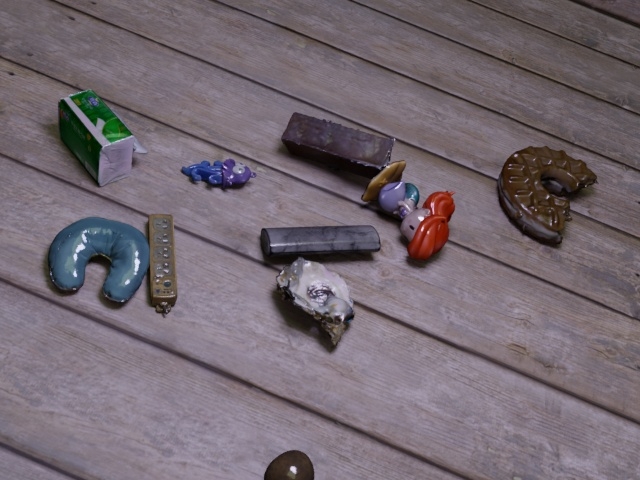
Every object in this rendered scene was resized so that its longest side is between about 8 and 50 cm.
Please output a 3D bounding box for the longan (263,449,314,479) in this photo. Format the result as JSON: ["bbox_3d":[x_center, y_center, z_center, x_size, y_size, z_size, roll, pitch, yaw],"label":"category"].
[{"bbox_3d":[-0.064,0.473,1.462,0.113,0.092,0.113,-23,25,11],"label":"longan"}]

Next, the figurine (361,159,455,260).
[{"bbox_3d":[0.263,-0.082,1.976,0.257,0.181,0.208,51,26,17],"label":"figurine"}]

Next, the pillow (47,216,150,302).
[{"bbox_3d":[-0.518,0.039,1.698,0.233,0.086,0.214,12,54,-4],"label":"pillow"}]

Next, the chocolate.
[{"bbox_3d":[0.056,-0.258,2.055,0.321,0.112,0.111,18,70,15],"label":"chocolate"}]

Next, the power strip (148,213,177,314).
[{"bbox_3d":[-0.383,0.047,1.756,0.064,0.044,0.305,1,51,-17],"label":"power strip"}]

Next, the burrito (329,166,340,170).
[{"bbox_3d":[0.096,-0.247,2.149,0.171,0.042,0.051,-25,72,-34],"label":"burrito"}]

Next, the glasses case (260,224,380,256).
[{"bbox_3d":[0.000,0.000,1.881,0.299,0.060,0.114,-2,24,-17],"label":"glasses case"}]

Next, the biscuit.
[{"bbox_3d":[0.670,-0.158,2.196,0.268,0.115,0.366,34,48,13],"label":"biscuit"}]

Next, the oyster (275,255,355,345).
[{"bbox_3d":[-0.010,0.135,1.770,0.214,0.083,0.223,35,32,2],"label":"oyster"}]

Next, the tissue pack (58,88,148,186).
[{"bbox_3d":[-0.568,-0.278,1.906,0.156,0.148,0.209,-27,62,-33],"label":"tissue pack"}]

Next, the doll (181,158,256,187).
[{"bbox_3d":[-0.276,-0.185,1.972,0.206,0.067,0.110,3,41,-1],"label":"doll"}]
